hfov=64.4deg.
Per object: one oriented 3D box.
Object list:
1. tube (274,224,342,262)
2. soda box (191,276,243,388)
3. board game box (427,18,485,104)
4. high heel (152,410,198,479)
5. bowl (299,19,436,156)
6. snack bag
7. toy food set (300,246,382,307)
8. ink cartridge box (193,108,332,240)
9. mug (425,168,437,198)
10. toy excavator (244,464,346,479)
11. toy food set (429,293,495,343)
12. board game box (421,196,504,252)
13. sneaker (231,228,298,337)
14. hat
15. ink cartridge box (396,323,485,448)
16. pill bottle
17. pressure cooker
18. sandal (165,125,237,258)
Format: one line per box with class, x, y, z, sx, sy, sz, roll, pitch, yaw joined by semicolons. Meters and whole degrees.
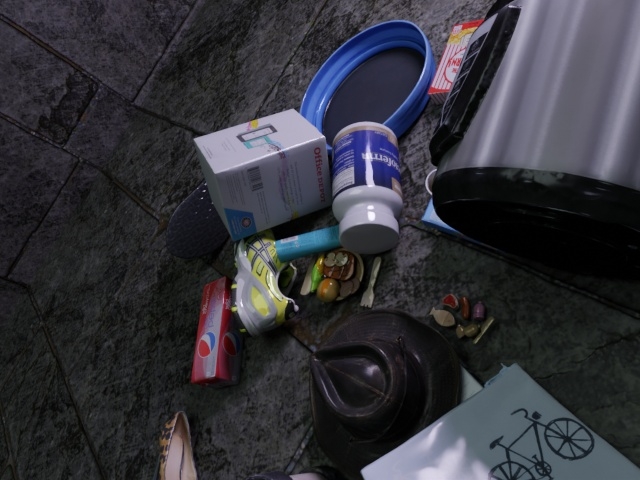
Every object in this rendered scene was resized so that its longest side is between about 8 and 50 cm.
tube;0.000;0.000;1.165;0.207;0.052;0.080;-15;44;5
soda box;-0.251;0.231;1.283;0.092;0.083;0.263;-22;53;32
board game box;0.342;-0.403;1.139;0.146;0.045;0.194;9;73;46
high heel;-0.312;0.507;1.160;0.261;0.093;0.186;-2;71;52
bowl;0.117;-0.382;1.307;0.391;0.077;0.391;-22;51;31
snack bag;0.257;0.351;0.653;0.323;0.037;0.342;-28;42;-17
toy food set;0.037;0.075;1.121;0.192;0.038;0.132;5;72;36
ink cartridge box;-0.135;-0.167;1.245;0.270;0.198;0.197;-21;40;-16
mug;0.245;-0.098;1.028;0.062;0.064;0.078;-7;74;9
toy excavator;0.073;0.517;0.752;0.445;0.222;0.433;37;92;34
toy food set;0.258;0.136;0.914;0.078;0.019;0.122;-54;34;3
board game box;0.307;-0.102;0.953;0.160;0.039;0.212;22;82;23
sneaker;-0.133;0.060;1.265;0.147;0.145;0.385;-13;53;6
hat;0.066;0.246;0.876;0.331;0.134;0.331;-23;52;33
ink cartridge box;0.176;0.285;0.878;0.206;0.045;0.208;-50;43;7
pill bottle;0.101;-0.114;1.111;0.153;0.153;0.265;-21;54;33
pressure cooker;0.380;-0.185;0.719;0.369;0.375;0.421;13;83;48
sandal;-0.310;-0.134;1.533;0.446;0.167;0.107;-62;16;-16
